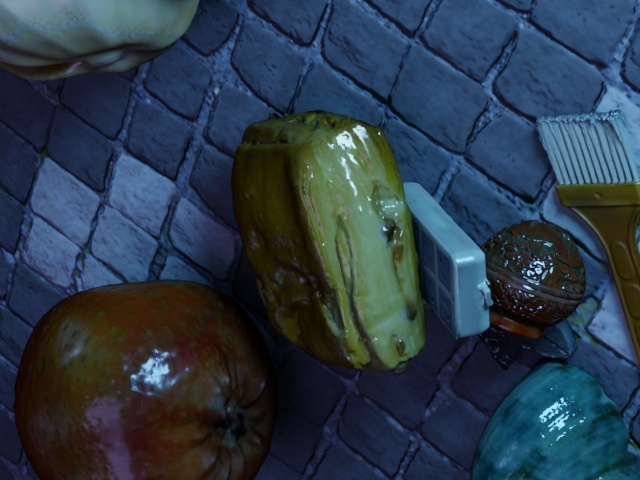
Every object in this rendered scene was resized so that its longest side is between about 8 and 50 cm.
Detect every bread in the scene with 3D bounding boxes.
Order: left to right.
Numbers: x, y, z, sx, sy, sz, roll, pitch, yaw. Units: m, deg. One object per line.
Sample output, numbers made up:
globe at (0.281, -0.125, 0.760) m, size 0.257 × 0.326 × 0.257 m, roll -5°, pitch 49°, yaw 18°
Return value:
bread at (0.000, 0.000, 1.755) m, size 0.210 × 0.099 × 0.235 m, roll 15°, pitch 119°, yaw 62°

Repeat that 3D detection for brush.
brush at (0.269, 0.029, 1.677) m, size 0.090 × 0.017 × 0.314 m, roll -1°, pitch 119°, yaw 43°

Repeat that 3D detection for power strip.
power strip at (0.103, 0.014, 1.712) m, size 0.192 × 0.035 × 0.081 m, roll -128°, pitch 29°, yaw -60°

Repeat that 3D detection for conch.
conch at (0.228, 0.235, 1.767) m, size 0.202 × 0.134 × 0.196 m, roll 35°, pitch 137°, yaw 16°

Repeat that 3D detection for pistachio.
pistachio at (-0.251, -0.265, 1.758) m, size 0.309 × 0.230 × 0.230 m, roll 40°, pitch 137°, yaw 14°

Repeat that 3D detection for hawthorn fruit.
hawthorn fruit at (-0.183, 0.167, 1.970) m, size 0.299 × 0.275 × 0.275 m, roll 4°, pitch 122°, yaw 54°

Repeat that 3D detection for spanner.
spanner at (0.096, 0.046, 1.821) m, size 0.325 × 0.026 × 0.093 m, roll 23°, pitch 130°, yaw 26°

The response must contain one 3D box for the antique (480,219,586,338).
antique at (0.183, 0.030, 1.687) m, size 0.104 × 0.104 × 0.104 m, roll 21°, pitch 130°, yaw 27°
